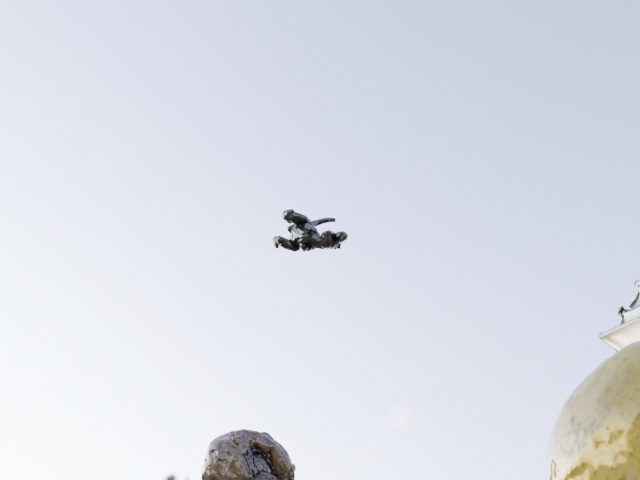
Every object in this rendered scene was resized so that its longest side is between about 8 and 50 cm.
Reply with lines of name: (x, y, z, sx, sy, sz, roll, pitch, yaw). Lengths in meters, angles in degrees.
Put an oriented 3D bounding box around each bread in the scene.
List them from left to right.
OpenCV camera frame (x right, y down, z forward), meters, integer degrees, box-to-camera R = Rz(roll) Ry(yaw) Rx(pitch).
bread: (-0.075, 0.237, 0.912, 0.060, 0.082, 0.113, -36, -26, 32)

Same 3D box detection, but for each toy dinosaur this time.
toy dinosaur: (0.000, 0.000, 1.727, 0.179, 0.087, 0.187, 17, 9, -42)

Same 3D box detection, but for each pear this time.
pear: (0.223, 0.151, 0.533, 0.178, 0.178, 0.178, 10, -41, 9)

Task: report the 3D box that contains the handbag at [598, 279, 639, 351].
handbag: (0.654, 0.165, 1.478, 0.236, 0.160, 0.358, 34, -11, 8)
